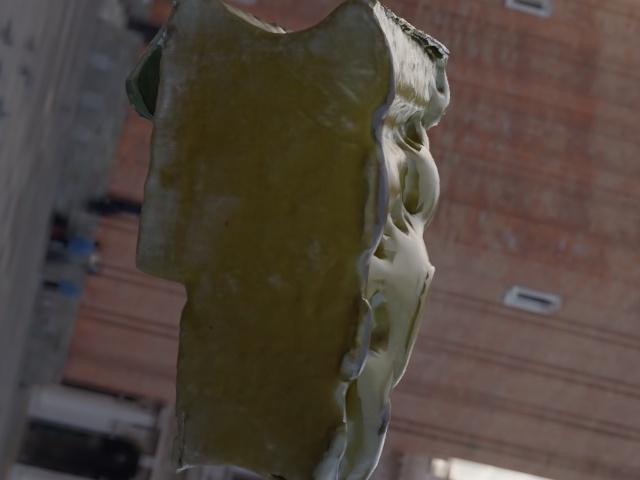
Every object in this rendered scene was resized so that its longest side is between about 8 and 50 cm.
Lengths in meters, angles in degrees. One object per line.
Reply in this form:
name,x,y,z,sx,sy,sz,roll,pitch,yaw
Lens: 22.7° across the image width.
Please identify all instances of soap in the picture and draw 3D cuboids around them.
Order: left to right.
soap,0.000,0.000,1.079,0.338,0.169,0.304,-10,107,-78

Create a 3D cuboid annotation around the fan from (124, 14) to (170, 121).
fan,-0.091,-0.149,1.072,0.038,0.016,0.193,60,34,-35
